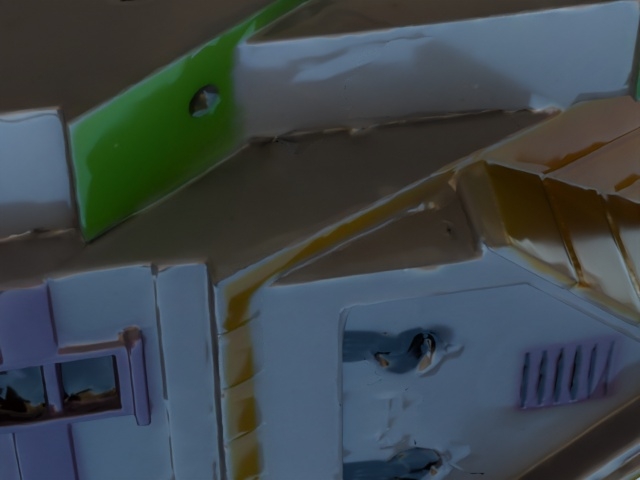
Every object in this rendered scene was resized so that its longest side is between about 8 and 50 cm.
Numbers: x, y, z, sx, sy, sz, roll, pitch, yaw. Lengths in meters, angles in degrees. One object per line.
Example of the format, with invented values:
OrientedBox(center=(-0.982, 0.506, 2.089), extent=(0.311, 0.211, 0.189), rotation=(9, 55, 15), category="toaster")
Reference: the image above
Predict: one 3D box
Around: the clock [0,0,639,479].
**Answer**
OrientedBox(center=(0.000, 0.000, 0.597), extent=(0.309, 0.235, 0.166), rotation=(-7, -136, -7), category="clock")
